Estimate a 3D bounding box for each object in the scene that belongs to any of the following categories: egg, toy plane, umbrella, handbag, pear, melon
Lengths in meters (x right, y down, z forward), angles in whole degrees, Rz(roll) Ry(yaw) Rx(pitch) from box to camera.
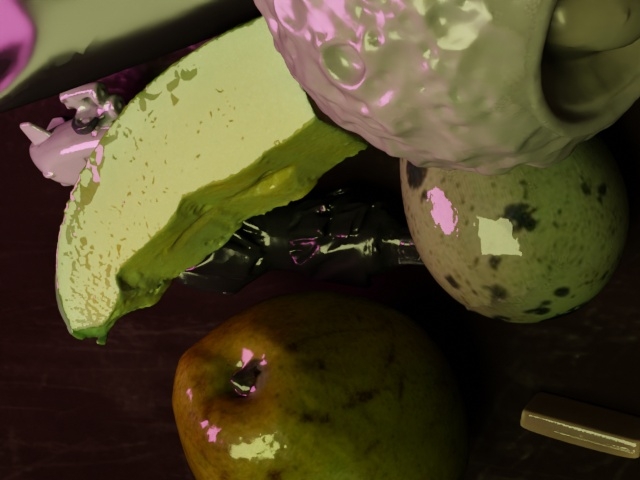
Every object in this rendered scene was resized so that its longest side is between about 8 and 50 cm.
[{"bbox_3d":[0.151,-0.042,1.618,0.177,0.177,0.228,-34,83,41],"label":"egg"},{"bbox_3d":[-0.200,-0.091,1.854,0.174,0.080,0.174,15,143,12],"label":"toy plane"},{"bbox_3d":[0.000,0.000,1.785,0.340,0.118,0.118,5,122,24],"label":"umbrella"},{"bbox_3d":[-0.194,-0.287,1.651,0.342,0.152,0.288,-20,102,12],"label":"handbag"},{"bbox_3d":[-0.001,0.165,1.771,0.253,0.252,0.307,-2,156,32],"label":"pear"},{"bbox_3d":[-0.111,-0.053,1.685,0.323,0.196,0.124,-38,59,14],"label":"melon"}]

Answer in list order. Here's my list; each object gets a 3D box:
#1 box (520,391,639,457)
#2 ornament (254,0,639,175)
[{"bbox_3d":[0.239,0.167,1.785,0.115,0.048,0.025,13,119,23],"label":"box"},{"bbox_3d":[0.106,-0.219,1.425,0.337,0.337,0.337,15,127,22],"label":"ornament"}]
